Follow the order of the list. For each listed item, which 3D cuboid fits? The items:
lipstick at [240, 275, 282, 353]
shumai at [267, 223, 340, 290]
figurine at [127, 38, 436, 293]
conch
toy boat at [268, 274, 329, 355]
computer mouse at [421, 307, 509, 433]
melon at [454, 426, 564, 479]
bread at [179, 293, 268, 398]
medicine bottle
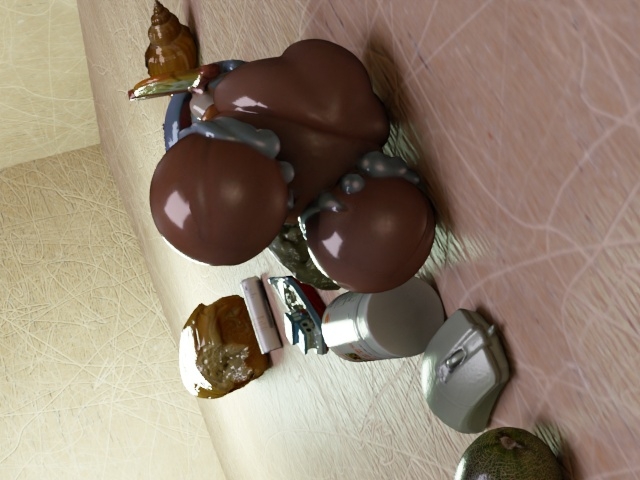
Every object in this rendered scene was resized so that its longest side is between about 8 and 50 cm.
[{"bbox_3d":[-0.110,0.136,1.721,0.040,0.040,0.141,141,112,-72],"label":"lipstick"},{"bbox_3d":[0.000,-0.001,1.178,0.087,0.124,0.099,-50,41,19],"label":"shumai"},{"bbox_3d":[-0.060,-0.091,1.001,0.388,0.277,0.248,-169,87,-69],"label":"figurine"},{"bbox_3d":[-0.272,-0.300,1.727,0.109,0.093,0.330,51,155,37],"label":"conch"},{"bbox_3d":[-0.032,0.105,1.400,0.173,0.059,0.069,-124,24,-45],"label":"toy boat"},{"bbox_3d":[0.133,0.131,0.900,0.089,0.056,0.181,59,159,27],"label":"computer mouse"},{"bbox_3d":[0.164,0.234,0.825,0.099,0.099,0.162,-127,27,-50],"label":"melon"},{"bbox_3d":[-0.218,0.232,1.974,0.344,0.149,0.195,127,124,-70],"label":"bread"},{"bbox_3d":[0.063,0.089,1.029,0.183,0.086,0.086,147,106,-74],"label":"medicine bottle"}]
